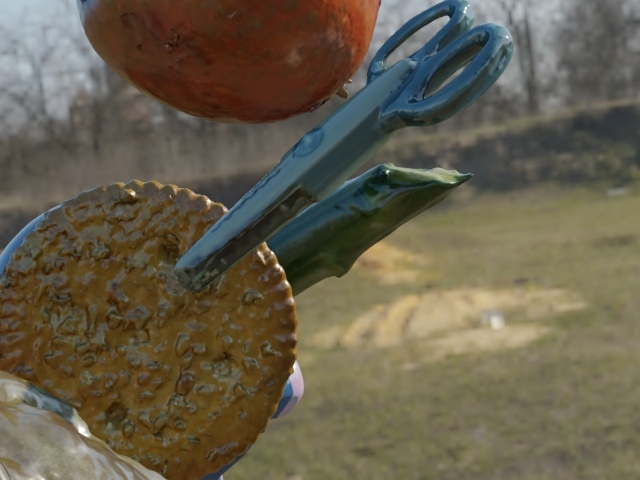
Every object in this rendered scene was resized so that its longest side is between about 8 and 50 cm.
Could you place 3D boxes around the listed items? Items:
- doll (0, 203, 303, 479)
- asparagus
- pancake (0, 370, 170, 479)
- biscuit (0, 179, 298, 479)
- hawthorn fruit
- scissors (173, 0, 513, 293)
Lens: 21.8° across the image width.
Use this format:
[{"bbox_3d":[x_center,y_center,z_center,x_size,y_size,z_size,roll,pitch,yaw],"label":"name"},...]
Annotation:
[{"bbox_3d":[-0.199,0.099,1.644,0.284,0.310,0.240,-44,-27,1],"label":"doll"},{"bbox_3d":[0.001,0.000,1.660,0.343,0.085,0.082,-35,-5,29],"label":"asparagus"},{"bbox_3d":[-0.133,0.146,0.954,0.236,0.042,0.222,40,7,17],"label":"pancake"},{"bbox_3d":[-0.140,0.076,1.332,0.254,0.253,0.035,-7,8,1],"label":"biscuit"},{"bbox_3d":[-0.059,-0.216,1.506,0.276,0.276,0.307,-6,-39,38],"label":"hawthorn fruit"},{"bbox_3d":[0.010,-0.064,1.174,0.289,0.041,0.138,-42,31,3],"label":"scissors"}]
